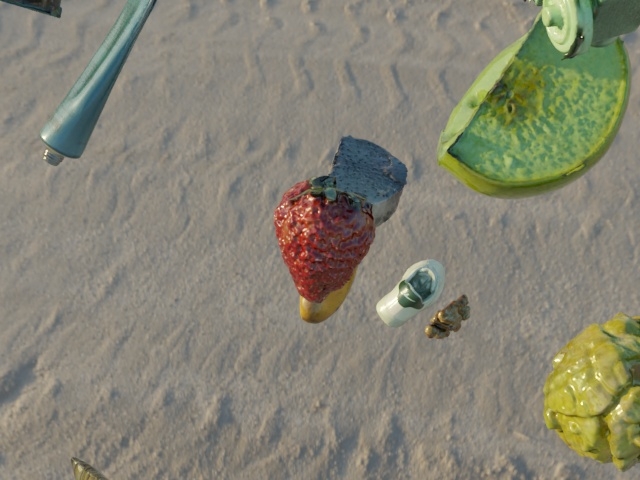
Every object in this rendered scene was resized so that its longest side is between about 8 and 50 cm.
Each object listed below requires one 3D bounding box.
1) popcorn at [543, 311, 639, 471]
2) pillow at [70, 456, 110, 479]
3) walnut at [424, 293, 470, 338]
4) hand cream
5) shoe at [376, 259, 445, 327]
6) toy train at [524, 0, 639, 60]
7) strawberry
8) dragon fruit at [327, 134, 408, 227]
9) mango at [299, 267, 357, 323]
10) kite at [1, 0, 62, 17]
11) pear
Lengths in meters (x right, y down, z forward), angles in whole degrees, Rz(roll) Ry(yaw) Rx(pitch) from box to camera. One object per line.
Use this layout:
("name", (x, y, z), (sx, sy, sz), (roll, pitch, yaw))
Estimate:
("popcorn", (0.464, 0.232, 1.144), (0.259, 0.259, 0.212), (-14, 48, -16))
("pillow", (-0.326, 0.464, 1.235), (0.052, 0.208, 0.212), (-36, 24, -29))
("walnut", (0.350, 0.215, 2.038), (0.069, 0.143, 0.170), (44, 31, 17))
("hand cream", (-0.230, -0.177, 0.789), (0.048, 0.224, 0.083), (27, 11, -32))
("shoe", (0.223, 0.095, 1.610), (0.095, 0.110, 0.265), (47, 40, 5))
("toy train", (0.304, -0.316, 0.777), (0.158, 0.272, 0.188), (-15, 72, 0))
("strawberry", (-0.005, -0.004, 0.912), (0.131, 0.148, 0.131), (32, 13, -8))
("dragon fruit", (0.097, -0.108, 1.989), (0.203, 0.221, 0.283), (22, 40, -2))
("mango", (0.011, 0.052, 1.822), (0.177, 0.295, 0.120), (1, 18, -44))
("kite", (-0.568, -0.568, 1.377), (0.406, 0.369, 0.014), (-37, 49, -15))
("pear", (0.361, -0.206, 1.302), (0.238, 0.318, 0.343), (35, 89, 2))
